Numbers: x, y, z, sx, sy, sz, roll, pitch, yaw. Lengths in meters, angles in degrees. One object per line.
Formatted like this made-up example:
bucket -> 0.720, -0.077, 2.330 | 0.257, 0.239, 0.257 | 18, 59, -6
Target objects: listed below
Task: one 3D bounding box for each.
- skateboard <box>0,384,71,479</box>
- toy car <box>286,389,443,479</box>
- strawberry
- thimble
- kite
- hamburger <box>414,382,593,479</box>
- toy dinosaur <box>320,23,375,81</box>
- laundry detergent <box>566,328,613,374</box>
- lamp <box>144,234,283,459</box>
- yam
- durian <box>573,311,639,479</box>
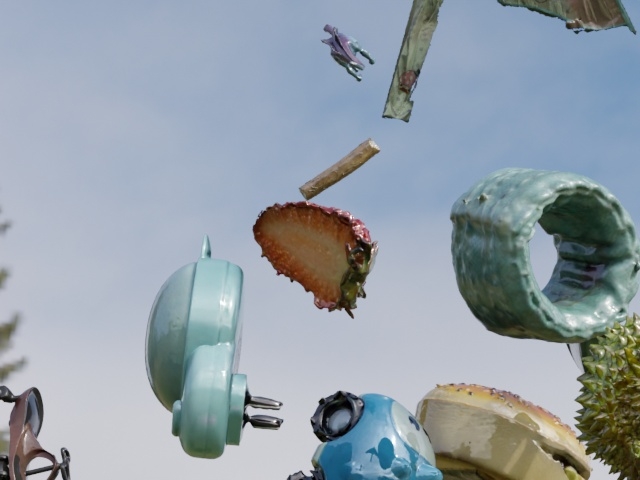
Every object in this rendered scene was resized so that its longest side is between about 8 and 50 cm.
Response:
skateboard -> -0.323, 0.232, 1.583 | 0.080, 0.151, 0.067 | -12, -42, 0
toy car -> 0.076, 0.340, 1.928 | 0.190, 0.255, 0.188 | 5, -32, 39
strawberry -> 0.005, 0.000, 2.022 | 0.087, 0.208, 0.167 | -20, -39, -41
thimble -> 0.260, 0.016, 1.654 | 0.235, 0.198, 0.143 | 37, -14, -26
kite -> 0.126, -0.293, 1.389 | 0.406, 0.368, 0.014 | 16, 12, 4
hamburger -> 0.276, 0.334, 2.180 | 0.300, 0.176, 0.300 | 27, -23, 12
toy dinosaur -> 0.037, -0.264, 1.969 | 0.080, 0.197, 0.045 | 37, -78, -23
laundry detergent -> 0.385, 0.158, 1.981 | 0.063, 0.137, 0.211 | -19, 7, 2
lamp -> -0.144, 0.144, 1.746 | 0.147, 0.284, 0.209 | -9, -46, -15
yam -> 0.031, -0.113, 2.249 | 0.145, 0.032, 0.032 | -35, -27, -3
durian -> 0.363, 0.168, 1.419 | 0.237, 0.176, 0.200 | 37, -80, -30
